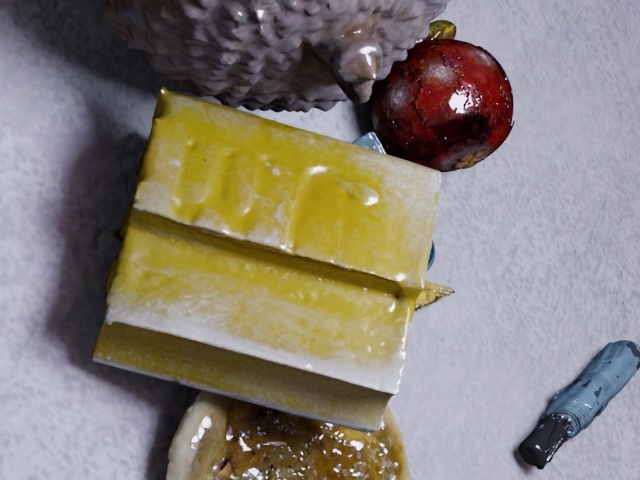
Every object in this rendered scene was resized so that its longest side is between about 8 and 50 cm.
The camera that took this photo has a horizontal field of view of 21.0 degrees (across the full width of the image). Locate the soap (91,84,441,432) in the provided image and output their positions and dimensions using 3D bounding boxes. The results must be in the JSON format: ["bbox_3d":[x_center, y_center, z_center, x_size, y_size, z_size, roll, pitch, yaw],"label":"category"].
[{"bbox_3d":[-0.049,0.020,1.589,0.281,0.143,0.259,15,63,-8],"label":"soap"}]

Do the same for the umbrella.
[{"bbox_3d":[0.302,0.185,2.007,0.053,0.052,0.250,30,41,24],"label":"umbrella"}]

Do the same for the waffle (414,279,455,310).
[{"bbox_3d":[0.086,0.077,1.857,0.153,0.023,0.097,20,63,-38],"label":"waffle"}]

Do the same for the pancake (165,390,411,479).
[{"bbox_3d":[-0.027,0.227,1.637,0.282,0.049,0.282,1,87,-30],"label":"pancake"}]

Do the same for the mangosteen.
[{"bbox_3d":[0.124,-0.161,1.896,0.166,0.166,0.180,-5,53,-45],"label":"mangosteen"}]

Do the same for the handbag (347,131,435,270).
[{"bbox_3d":[0.000,0.000,1.752,0.229,0.062,0.179,-32,97,-37],"label":"handbag"}]

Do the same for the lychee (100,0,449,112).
[{"bbox_3d":[-0.050,-0.306,1.600,0.380,0.380,0.432,-2,54,-45],"label":"lychee"}]
